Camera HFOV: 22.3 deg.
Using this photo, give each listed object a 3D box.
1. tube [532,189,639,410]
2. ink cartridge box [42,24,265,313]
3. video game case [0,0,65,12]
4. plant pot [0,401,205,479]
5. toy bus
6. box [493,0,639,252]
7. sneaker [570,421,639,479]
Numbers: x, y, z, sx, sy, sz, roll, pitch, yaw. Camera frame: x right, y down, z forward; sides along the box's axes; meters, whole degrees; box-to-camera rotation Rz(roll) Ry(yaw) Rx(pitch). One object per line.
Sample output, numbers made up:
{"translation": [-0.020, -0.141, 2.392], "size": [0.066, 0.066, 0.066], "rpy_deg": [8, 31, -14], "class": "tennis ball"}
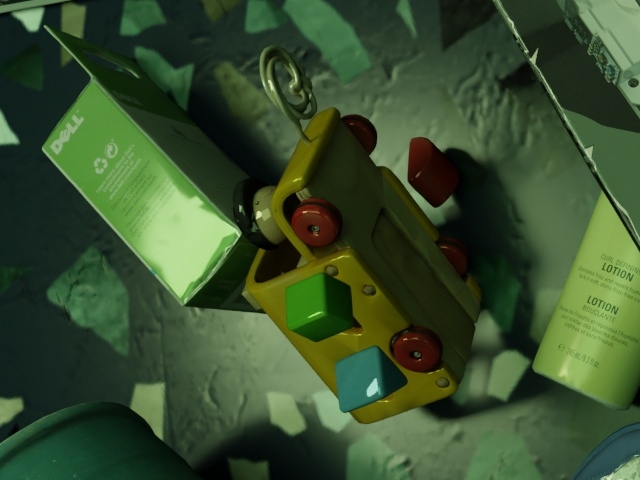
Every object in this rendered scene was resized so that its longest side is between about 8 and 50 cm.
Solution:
{"translation": [0.194, -0.023, 0.930], "size": [0.070, 0.062, 0.240], "rpy_deg": [24, 91, -17], "class": "tube"}
{"translation": [-0.107, -0.044, 1.057], "size": [0.209, 0.109, 0.062], "rpy_deg": [45, 105, 23], "class": "ink cartridge box"}
{"translation": [-0.207, -0.237, 1.095], "size": [0.173, 0.190, 0.022], "rpy_deg": [-5, 49, 27], "class": "video game case"}
{"translation": [-0.098, 0.275, 0.934], "size": [0.255, 0.271, 0.272], "rpy_deg": [32, 100, 24], "class": "plant pot"}
{"translation": [0.006, 0.012, 0.948], "size": [0.104, 0.191, 0.202], "rpy_deg": [-24, 70, 31], "class": "toy bus"}
{"translation": [0.274, -0.120, 0.856], "size": [0.307, 0.076, 0.242], "rpy_deg": [-30, 72, 10], "class": "box"}
{"translation": [0.131, 0.238, 0.896], "size": [0.112, 0.131, 0.296], "rpy_deg": [28, 97, 28], "class": "sneaker"}
